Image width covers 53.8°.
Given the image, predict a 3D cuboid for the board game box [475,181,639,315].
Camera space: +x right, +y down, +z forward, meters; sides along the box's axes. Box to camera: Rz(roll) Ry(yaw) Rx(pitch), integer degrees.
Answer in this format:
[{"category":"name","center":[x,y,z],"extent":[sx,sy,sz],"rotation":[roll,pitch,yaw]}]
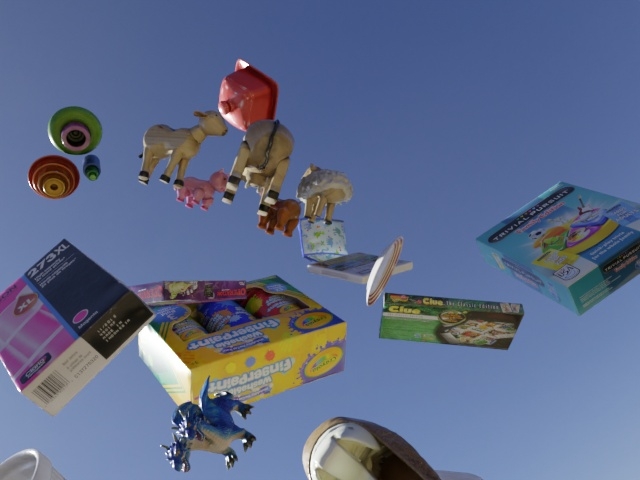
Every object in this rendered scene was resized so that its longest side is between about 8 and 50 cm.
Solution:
[{"category":"board game box","center":[0.525,0.000,1.334],"extent":[0.254,0.336,0.079],"rotation":[-33,-68,-6]}]

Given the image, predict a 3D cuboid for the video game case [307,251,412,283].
[{"category":"video game case","center":[0.114,0.076,1.801],"extent":[0.227,0.206,0.026],"rotation":[-13,-73,-45]}]

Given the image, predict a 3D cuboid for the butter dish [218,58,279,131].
[{"category":"butter dish","center":[-0.192,-0.331,1.520],"extent":[0.118,0.160,0.160],"rotation":[-26,-37,-38]}]

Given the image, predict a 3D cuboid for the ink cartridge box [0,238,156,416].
[{"category":"ink cartridge box","center":[-0.391,0.098,0.919],"extent":[0.175,0.371,0.069],"rotation":[-47,-55,-18]}]

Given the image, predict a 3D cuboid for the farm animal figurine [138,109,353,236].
[{"category":"farm animal figurine","center":[-0.140,-0.146,1.152],"extent":[0.330,0.327,0.172],"rotation":[23,-105,-27]}]

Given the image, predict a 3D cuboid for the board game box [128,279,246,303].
[{"category":"board game box","center":[-0.355,0.125,1.445],"extent":[0.208,0.056,0.347],"rotation":[-3,-5,-44]}]

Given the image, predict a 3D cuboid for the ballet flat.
[{"category":"ballet flat","center":[0.064,0.266,0.649],"extent":[0.116,0.342,0.124],"rotation":[-53,-53,-6]}]

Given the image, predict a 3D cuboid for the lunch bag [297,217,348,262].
[{"category":"lunch bag","center":[0.000,0.000,1.980],"extent":[0.151,0.128,0.096],"rotation":[8,-27,-36]}]

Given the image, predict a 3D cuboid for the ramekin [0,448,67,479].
[{"category":"ramekin","center":[-0.374,0.367,0.749],"extent":[0.207,0.207,0.109],"rotation":[-39,-69,1]}]

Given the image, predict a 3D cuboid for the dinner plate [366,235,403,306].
[{"category":"dinner plate","center":[0.113,0.053,1.143],"extent":[0.141,0.017,0.141],"rotation":[-53,-22,-31]}]

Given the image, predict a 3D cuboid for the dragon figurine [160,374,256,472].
[{"category":"dragon figurine","center":[-0.192,0.293,1.076],"extent":[0.144,0.289,0.085],"rotation":[40,-80,-20]}]

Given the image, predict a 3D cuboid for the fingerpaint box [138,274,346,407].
[{"category":"fingerpaint box","center":[-0.215,0.263,1.694],"extent":[0.445,0.371,0.163],"rotation":[-12,-66,-32]}]

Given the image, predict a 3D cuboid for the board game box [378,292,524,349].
[{"category":"board game box","center":[0.248,0.159,1.228],"extent":[0.260,0.030,0.136],"rotation":[5,-37,3]}]

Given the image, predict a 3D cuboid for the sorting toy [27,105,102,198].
[{"category":"sorting toy","center":[-0.249,-0.079,0.629],"extent":[0.061,0.042,0.102],"rotation":[21,-71,-31]}]

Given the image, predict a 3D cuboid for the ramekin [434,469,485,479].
[{"category":"ramekin","center":[0.223,0.511,1.042],"extent":[0.127,0.272,0.272],"rotation":[0,-49,-14]}]
